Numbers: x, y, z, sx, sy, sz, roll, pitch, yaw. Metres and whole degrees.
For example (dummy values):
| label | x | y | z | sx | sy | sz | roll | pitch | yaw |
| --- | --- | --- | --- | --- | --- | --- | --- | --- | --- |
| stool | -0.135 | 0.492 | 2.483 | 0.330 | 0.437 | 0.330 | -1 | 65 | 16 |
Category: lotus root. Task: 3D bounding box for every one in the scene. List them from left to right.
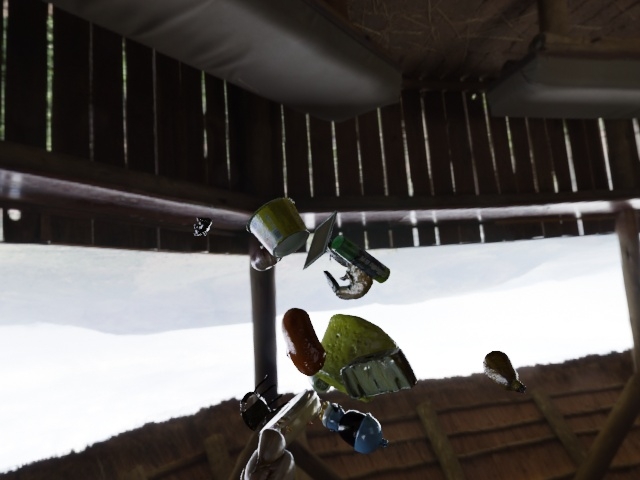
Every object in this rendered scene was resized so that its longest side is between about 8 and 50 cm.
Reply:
| label | x | y | z | sx | sy | sz | roll | pitch | yaw |
| --- | --- | --- | --- | --- | --- | --- | --- | --- | --- |
| lotus root | 0.189 | 0.417 | 1.355 | 0.235 | 0.118 | 0.138 | -24 | 173 | 27 |
| lotus root | 0.637 | 0.461 | 1.495 | 0.095 | 0.108 | 0.190 | 12 | -162 | -9 |

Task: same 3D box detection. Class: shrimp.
| label | x | y | z | sx | sy | sz | roll | pitch | yaw |
| --- | --- | --- | --- | --- | --- | --- | --- | --- | --- |
| shrimp | 0.100 | 0.142 | 2.329 | 0.445 | 0.272 | 0.085 | 42 | -157 | 28 |

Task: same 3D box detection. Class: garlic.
| label | x | y | z | sx | sy | sz | roll | pitch | yaw |
| --- | --- | --- | --- | --- | --- | --- | --- | --- | --- |
| garlic | -0.231 | 0.069 | 1.852 | 0.147 | 0.102 | 0.159 | -30 | -179 | 0 |
| garlic | -0.155 | 0.726 | 1.365 | 0.160 | 0.214 | 0.191 | 26 | -165 | -6 |

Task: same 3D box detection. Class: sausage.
| label | x | y | z | sx | sy | sz | roll | pitch | yaw |
| --- | --- | --- | --- | --- | --- | --- | --- | --- | --- |
| sausage | -0.068 | 0.365 | 1.565 | 0.133 | 0.258 | 0.133 | -20 | 158 | -8 |

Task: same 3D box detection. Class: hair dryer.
| label | x | y | z | sx | sy | sz | roll | pitch | yaw |
| --- | --- | --- | --- | --- | --- | --- | --- | --- | --- |
| hair dryer | 0.042 | 0.581 | 2.179 | 0.108 | 0.357 | 0.173 | 25 | 174 | -12 |

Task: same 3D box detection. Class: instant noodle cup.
| label | x | y | z | sx | sy | sz | roll | pitch | yaw |
| --- | --- | --- | --- | --- | --- | --- | --- | --- | --- |
| instant noodle cup | -0.144 | -0.041 | 1.572 | 0.205 | 0.153 | 0.205 | -31 | 157 | -15 |

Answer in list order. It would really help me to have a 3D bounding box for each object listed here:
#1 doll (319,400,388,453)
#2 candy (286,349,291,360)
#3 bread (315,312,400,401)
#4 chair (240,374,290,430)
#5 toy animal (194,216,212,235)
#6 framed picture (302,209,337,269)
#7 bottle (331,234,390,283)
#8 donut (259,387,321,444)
| label | x | y | z | sx | sy | sz | roll | pitch | yaw |
| --- | --- | --- | --- | --- | --- | --- | --- | --- | --- |
| doll | 0.145 | 0.806 | 1.857 | 0.314 | 0.177 | 0.141 | 21 | -151 | 25 |
| candy | -0.161 | 0.656 | 2.680 | 0.092 | 0.160 | 0.073 | -21 | 135 | 18 |
| bread | 0.151 | 0.512 | 1.867 | 0.348 | 0.307 | 0.348 | 22 | 155 | 11 |
| chair | -0.264 | 0.744 | 1.949 | 0.213 | 0.174 | 0.149 | -37 | -170 | -22 |
| toy animal | -0.514 | -0.055 | 1.868 | 0.065 | 0.047 | 0.135 | -5 | 149 | -37 |
| framed picture | 0.000 | 0.000 | 2.246 | 0.018 | 0.293 | 0.231 | 30 | 142 | -16 |
| bottle | 0.195 | 0.091 | 2.040 | 0.330 | 0.093 | 0.093 | 35 | 152 | -29 |
| donut | -0.149 | 0.946 | 2.259 | 0.383 | 0.142 | 0.382 | -41 | 171 | -8 |
